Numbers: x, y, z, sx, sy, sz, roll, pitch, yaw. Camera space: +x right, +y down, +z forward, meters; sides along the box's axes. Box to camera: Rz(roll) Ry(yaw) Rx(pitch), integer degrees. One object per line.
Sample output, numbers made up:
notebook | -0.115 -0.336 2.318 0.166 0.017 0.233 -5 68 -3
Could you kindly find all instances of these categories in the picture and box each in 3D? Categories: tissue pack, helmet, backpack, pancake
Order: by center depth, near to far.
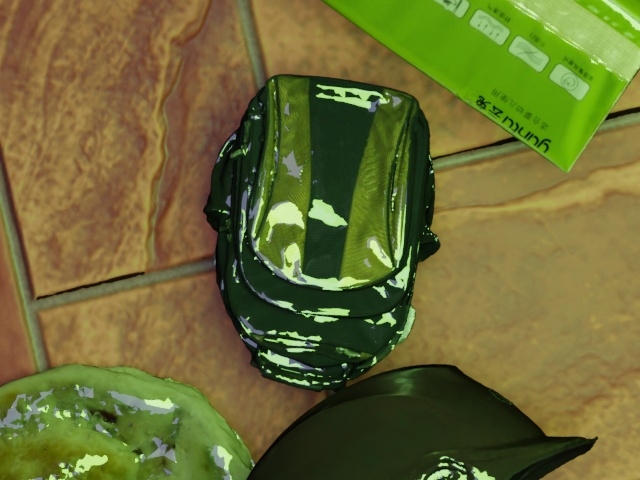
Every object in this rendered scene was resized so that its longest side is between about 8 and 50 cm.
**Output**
tissue pack | 0.154 -0.221 1.535 0.274 0.200 0.167 34 123 5
helmet | 0.063 0.199 1.556 0.305 0.225 0.177 -40 74 -3
backpack | 0.000 0.000 1.592 0.206 0.133 0.258 7 76 -2
pancake | -0.215 0.296 1.643 0.387 0.082 0.387 0 86 6

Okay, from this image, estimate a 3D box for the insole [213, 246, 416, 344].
insole | -0.005 0.040 1.660 0.192 0.010 0.063 24 92 5
